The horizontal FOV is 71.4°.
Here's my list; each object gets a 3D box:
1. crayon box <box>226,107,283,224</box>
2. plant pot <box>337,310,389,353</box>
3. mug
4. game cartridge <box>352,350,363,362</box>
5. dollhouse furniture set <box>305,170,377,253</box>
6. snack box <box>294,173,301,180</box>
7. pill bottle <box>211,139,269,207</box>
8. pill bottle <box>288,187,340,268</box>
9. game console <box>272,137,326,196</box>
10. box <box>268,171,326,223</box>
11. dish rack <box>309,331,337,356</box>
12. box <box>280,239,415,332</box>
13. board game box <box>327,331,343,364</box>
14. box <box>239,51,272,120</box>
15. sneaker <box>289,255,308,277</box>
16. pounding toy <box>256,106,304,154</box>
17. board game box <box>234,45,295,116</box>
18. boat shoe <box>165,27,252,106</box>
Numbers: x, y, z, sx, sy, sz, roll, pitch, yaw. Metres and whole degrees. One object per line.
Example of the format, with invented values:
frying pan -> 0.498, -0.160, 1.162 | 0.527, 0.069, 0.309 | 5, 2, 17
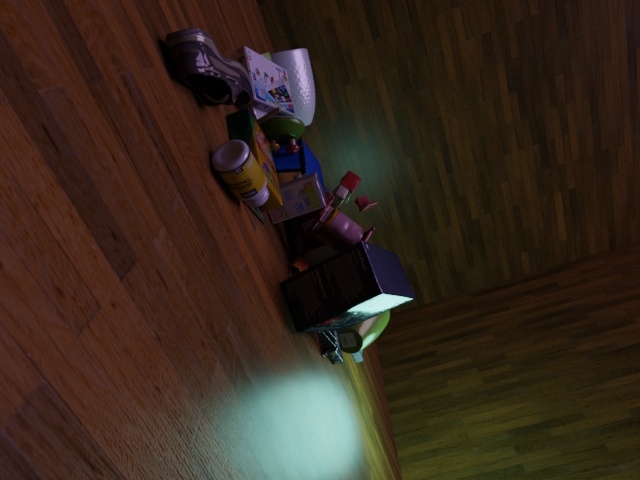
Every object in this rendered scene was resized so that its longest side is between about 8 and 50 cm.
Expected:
crayon box -> -0.204, -0.233, 1.426 | 0.202, 0.081, 0.319 | 57, 17, -64
plant pot -> 0.172, 0.407, 2.138 | 0.275, 0.274, 0.293 | 70, 24, -14
mug -> -0.185, -0.671, 2.035 | 0.374, 0.275, 0.329 | -36, 119, -50
game cartridge -> 0.170, 0.488, 2.556 | 0.355, 0.068, 0.230 | -99, 172, -50
dollhouse furniture set -> 0.119, -0.116, 1.706 | 0.201, 0.152, 0.374 | 35, 51, -3
snack box -> -0.109, -0.289, 2.401 | 0.141, 0.037, 0.100 | -94, 163, -62
pill bottle -> -0.205, -0.171, 1.186 | 0.184, 0.103, 0.103 | 61, 13, -53
pill bottle -> 0.000, 0.000, 1.815 | 0.224, 0.223, 0.393 | 57, 16, -63
game console -> -0.112, -0.295, 1.777 | 0.293, 0.249, 0.174 | -99, -174, -50
box -> -0.091, -0.151, 1.580 | 0.103, 0.202, 0.114 | -83, 155, -71
dish rack -> -0.009, 0.292, 1.674 | 0.272, 0.074, 0.209 | 60, 13, -51
box -> 0.102, 0.167, 1.485 | 0.343, 0.312, 0.179 | 17, 48, -60
board game box -> 0.041, 0.407, 1.845 | 0.141, 0.048, 0.171 | 61, 14, -51
box -> -0.241, -0.595, 1.748 | 0.233, 0.058, 0.322 | 69, 27, -22
sneaker -> -0.083, 0.097, 1.619 | 0.068, 0.064, 0.175 | 57, 11, -26
pounding toy -> -0.157, -0.378, 1.638 | 0.236, 0.182, 0.110 | 13, 69, -63
board game box -> -0.203, -0.590, 1.690 | 0.305, 0.053, 0.193 | -8, 88, -65
boat shoe -> -0.285, -0.417, 1.180 | 0.355, 0.132, 0.131 | 9, 73, -72
